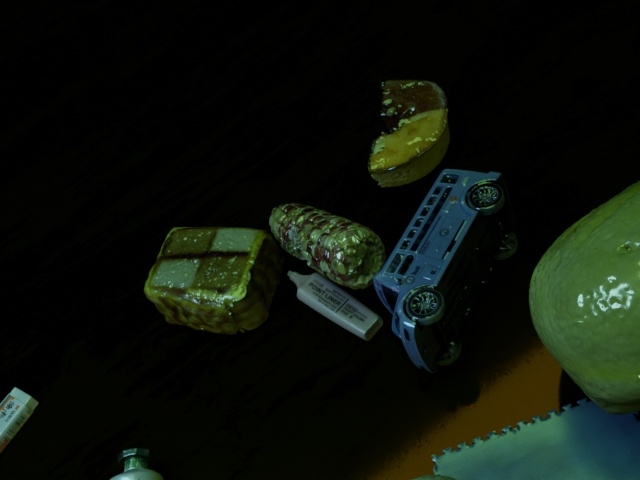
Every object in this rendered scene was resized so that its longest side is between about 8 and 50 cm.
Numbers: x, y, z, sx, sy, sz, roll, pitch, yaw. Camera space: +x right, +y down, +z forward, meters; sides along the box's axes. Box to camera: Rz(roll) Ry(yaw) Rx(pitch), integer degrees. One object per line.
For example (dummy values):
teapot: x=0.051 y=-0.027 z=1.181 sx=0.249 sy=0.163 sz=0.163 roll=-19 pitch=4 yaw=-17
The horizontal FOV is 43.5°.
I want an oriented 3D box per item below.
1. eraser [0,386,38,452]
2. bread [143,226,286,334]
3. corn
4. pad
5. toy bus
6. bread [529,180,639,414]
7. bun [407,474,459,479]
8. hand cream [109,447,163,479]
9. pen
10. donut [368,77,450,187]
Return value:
eraser: x=-0.525 y=0.306 z=1.326 sx=0.052 sy=0.029 sz=0.122 roll=17 pitch=61 yaw=35
bread: x=-0.178 y=0.059 z=1.325 sx=0.222 sy=0.096 sz=0.181 roll=2 pitch=51 yaw=28
corn: x=0.000 y=0.000 z=1.253 sx=0.098 sy=0.098 sz=0.290 roll=-44 pitch=30 yaw=-13
pad: x=0.286 y=0.323 z=0.934 sx=0.269 sy=0.012 sz=0.270 roll=-21 pitch=46 yaw=9
toy bus: x=0.172 y=0.037 z=1.151 sx=0.133 sy=0.125 sz=0.292 roll=14 pitch=59 yaw=35
bread: x=0.398 y=0.045 z=0.915 sx=0.320 sy=0.320 sz=0.237 roll=-36 pitch=77 yaw=-6
bun: x=0.140 y=0.373 z=0.856 sx=0.239 sy=0.141 sz=0.239 roll=-25 pitch=57 yaw=45
hand cream: x=-0.248 y=0.444 z=1.062 sx=0.121 sy=0.076 sz=0.336 roll=-20 pitch=53 yaw=16
pen: x=0.014 y=0.091 z=1.246 sx=0.197 sy=0.032 sz=0.053 roll=30 pitch=70 yaw=38
donut: x=0.157 y=-0.179 z=1.368 sx=0.141 sy=0.085 sz=0.217 roll=0 pitch=53 yaw=25
